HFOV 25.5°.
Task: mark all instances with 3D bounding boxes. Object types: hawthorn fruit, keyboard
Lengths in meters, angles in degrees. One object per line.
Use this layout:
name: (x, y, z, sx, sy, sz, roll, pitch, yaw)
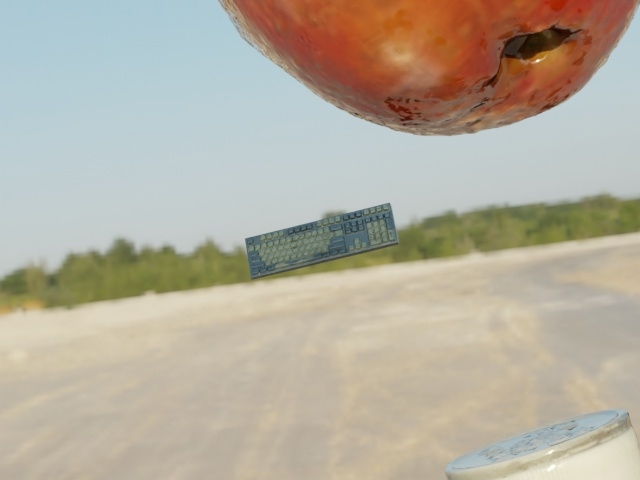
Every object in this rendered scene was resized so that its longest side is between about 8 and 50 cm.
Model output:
hawthorn fruit: (0.058, -0.196, 0.809, 0.284, 0.284, 0.284, -7, -1, 0)
keyboard: (0.000, 0.001, 1.631, 0.176, 0.055, 0.014, -14, -29, 7)

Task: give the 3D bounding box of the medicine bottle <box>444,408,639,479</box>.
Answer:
medicine bottle: (0.174, 0.244, 0.873, 0.143, 0.258, 0.143, -18, -2, -1)
